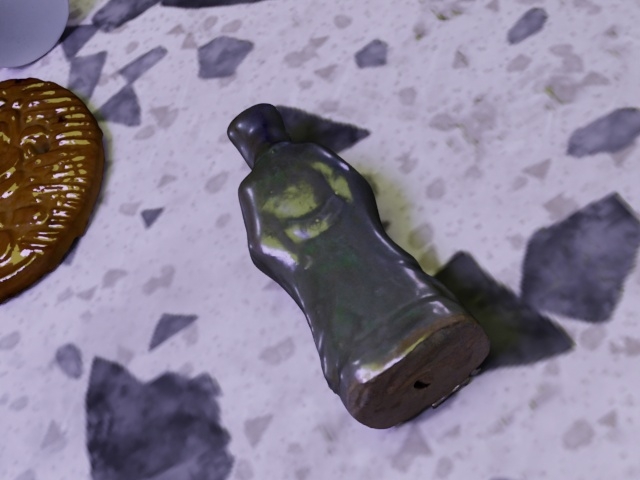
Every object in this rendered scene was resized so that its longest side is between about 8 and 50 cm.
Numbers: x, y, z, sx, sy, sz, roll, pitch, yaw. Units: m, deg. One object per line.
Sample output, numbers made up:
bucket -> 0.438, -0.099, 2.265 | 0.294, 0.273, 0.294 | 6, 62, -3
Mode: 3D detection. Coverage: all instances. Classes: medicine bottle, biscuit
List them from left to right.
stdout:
medicine bottle -> -0.268, -0.214, 0.822 | 0.086, 0.086, 0.183 | -40, 54, -5
biscuit -> -0.233, -0.035, 0.736 | 0.187, 0.027, 0.188 | -10, 56, 16

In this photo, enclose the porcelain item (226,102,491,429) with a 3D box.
porcelain item -> 0.000, 0.000, 0.594 | 0.081, 0.069, 0.216 | -37, 55, 2
